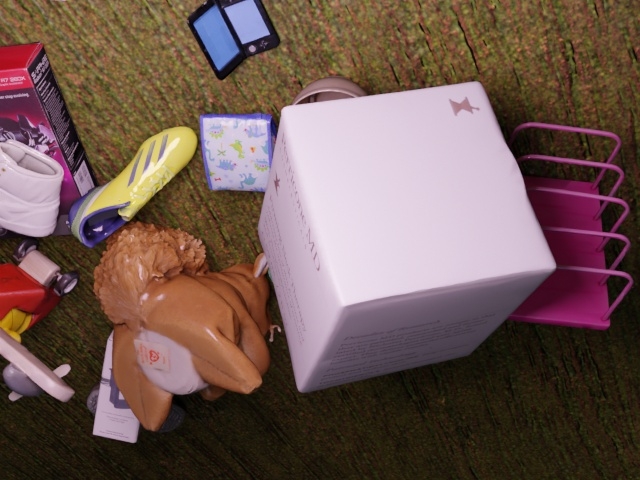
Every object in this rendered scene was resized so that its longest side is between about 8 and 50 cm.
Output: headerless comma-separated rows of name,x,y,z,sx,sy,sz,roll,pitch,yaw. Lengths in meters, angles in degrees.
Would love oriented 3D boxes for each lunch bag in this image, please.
lunch bag,-0.142,-0.166,1.513,0.128,0.096,0.151,1,141,6

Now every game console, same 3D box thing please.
game console,-0.139,-0.340,1.377,0.107,0.071,0.122,-14,128,18

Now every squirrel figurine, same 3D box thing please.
squirrel figurine,-0.238,0.106,1.622,0.281,0.370,0.397,-34,95,31

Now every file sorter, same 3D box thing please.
file sorter,0.399,-0.028,1.416,0.202,0.291,0.182,6,149,0

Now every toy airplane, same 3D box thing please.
toy airplane,-0.665,0.149,1.616,0.384,0.386,0.272,26,106,-35

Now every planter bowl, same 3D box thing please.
planter bowl,0.023,-0.214,1.443,0.162,0.109,0.162,3,132,3

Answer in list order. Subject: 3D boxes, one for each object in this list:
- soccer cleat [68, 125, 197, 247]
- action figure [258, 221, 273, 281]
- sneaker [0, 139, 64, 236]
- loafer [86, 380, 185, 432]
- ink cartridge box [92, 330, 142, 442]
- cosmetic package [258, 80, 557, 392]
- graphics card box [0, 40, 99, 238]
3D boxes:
soccer cleat,-0.331,-0.092,1.535,0.289,0.121,0.093,-37,133,4
action figure,0.000,0.000,1.644,0.232,0.063,0.137,-15,94,26
sneaker,-0.599,-0.118,1.483,0.292,0.108,0.169,13,130,-18
loafer,-0.444,0.390,2.048,0.251,0.087,0.094,25,104,-29
ink cartridge box,-0.411,0.287,1.839,0.100,0.172,0.237,13,110,-3
cosmetic package,0.106,0.006,1.348,0.327,0.330,0.394,-9,155,-15
graphics card box,-0.565,-0.171,1.557,0.232,0.094,0.371,-3,131,8
